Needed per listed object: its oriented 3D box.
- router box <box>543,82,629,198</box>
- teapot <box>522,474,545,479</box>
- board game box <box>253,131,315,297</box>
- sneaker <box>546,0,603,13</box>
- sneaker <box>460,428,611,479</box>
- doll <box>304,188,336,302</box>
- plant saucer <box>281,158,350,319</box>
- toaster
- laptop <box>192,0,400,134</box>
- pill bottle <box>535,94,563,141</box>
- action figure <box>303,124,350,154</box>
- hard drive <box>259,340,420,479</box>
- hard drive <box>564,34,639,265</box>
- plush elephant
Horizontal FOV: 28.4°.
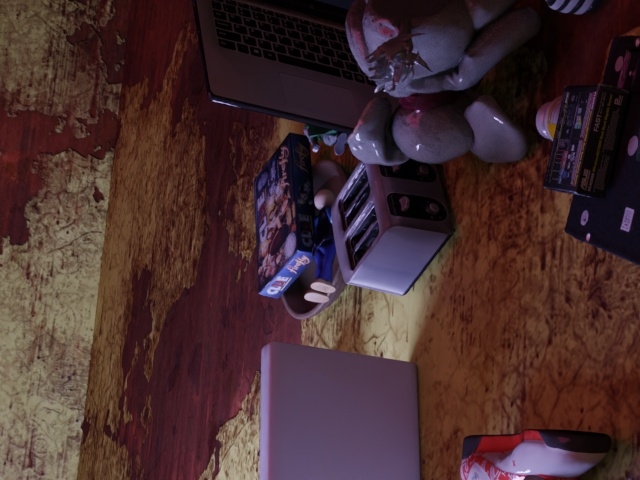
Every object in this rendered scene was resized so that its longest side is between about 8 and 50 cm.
[{"bbox_3d":[0.292,-0.110,1.398,0.092,0.038,0.123,-152,73,-76],"label":"router box"},{"bbox_3d":[0.198,0.411,1.361,0.256,0.252,0.187,-34,12,31],"label":"teapot"},{"bbox_3d":[-0.064,-0.044,2.225,0.165,0.042,0.243,-49,38,49],"label":"board game box"},{"bbox_3d":[0.338,-0.425,1.523,0.163,0.106,0.281,-97,29,-42],"label":"sneaker"},{"bbox_3d":[0.243,0.293,1.442,0.270,0.090,0.145,153,123,-65],"label":"sneaker"},{"bbox_3d":[0.008,0.000,2.043,0.129,0.046,0.189,122,156,-57],"label":"doll"},{"bbox_3d":[0.000,0.000,2.166,0.278,0.041,0.278,-41,43,54],"label":"plant saucer"},{"bbox_3d":[0.101,-0.026,1.865,0.186,0.110,0.168,124,148,-42],"label":"toaster"},{"bbox_3d":[0.031,-0.373,1.833,0.408,0.381,0.236,-102,32,-42],"label":"laptop"},{"bbox_3d":[0.308,-0.142,1.510,0.116,0.065,0.065,-163,85,-67],"label":"pill bottle"},{"bbox_3d":[0.024,-0.178,2.123,0.232,0.137,0.064,-143,54,-73],"label":"action figure"},{"bbox_3d":[0.028,0.325,1.722,0.047,0.233,0.353,-39,46,55],"label":"hard drive"},{"bbox_3d":[0.367,-0.086,1.291,0.339,0.064,0.237,-140,62,-75],"label":"hard drive"},{"bbox_3d":[0.160,-0.221,1.693,0.255,0.271,0.330,76,-147,-40],"label":"plush elephant"}]
